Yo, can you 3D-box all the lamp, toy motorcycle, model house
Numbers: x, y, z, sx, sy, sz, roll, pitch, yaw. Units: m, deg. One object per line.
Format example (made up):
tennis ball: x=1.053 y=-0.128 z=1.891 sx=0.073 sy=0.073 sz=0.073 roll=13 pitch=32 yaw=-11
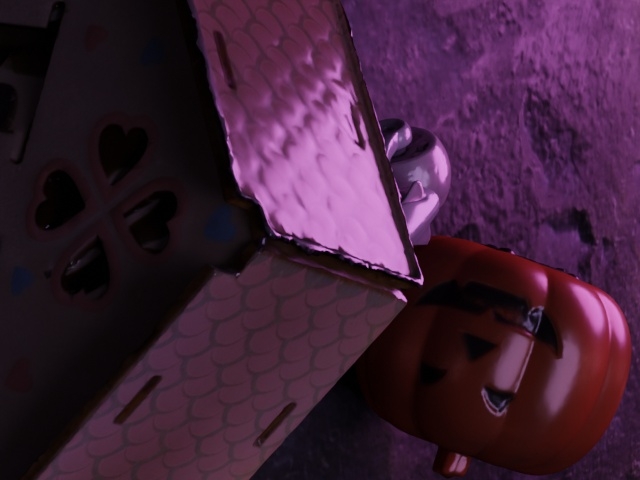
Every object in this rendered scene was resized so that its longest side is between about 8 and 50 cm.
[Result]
lamp: x=0.114 y=0.087 z=1.107 sx=0.187 sy=0.187 sz=0.164 roll=24 pitch=86 yaw=-50
toy motorcycle: x=0.000 y=0.000 z=1.006 sx=0.254 sy=0.112 sz=0.112 roll=-35 pitch=126 yaw=-36
model house: x=-0.077 y=-0.021 z=0.711 sx=0.169 sy=0.244 sz=0.326 roll=24 pitch=79 yaw=-52
